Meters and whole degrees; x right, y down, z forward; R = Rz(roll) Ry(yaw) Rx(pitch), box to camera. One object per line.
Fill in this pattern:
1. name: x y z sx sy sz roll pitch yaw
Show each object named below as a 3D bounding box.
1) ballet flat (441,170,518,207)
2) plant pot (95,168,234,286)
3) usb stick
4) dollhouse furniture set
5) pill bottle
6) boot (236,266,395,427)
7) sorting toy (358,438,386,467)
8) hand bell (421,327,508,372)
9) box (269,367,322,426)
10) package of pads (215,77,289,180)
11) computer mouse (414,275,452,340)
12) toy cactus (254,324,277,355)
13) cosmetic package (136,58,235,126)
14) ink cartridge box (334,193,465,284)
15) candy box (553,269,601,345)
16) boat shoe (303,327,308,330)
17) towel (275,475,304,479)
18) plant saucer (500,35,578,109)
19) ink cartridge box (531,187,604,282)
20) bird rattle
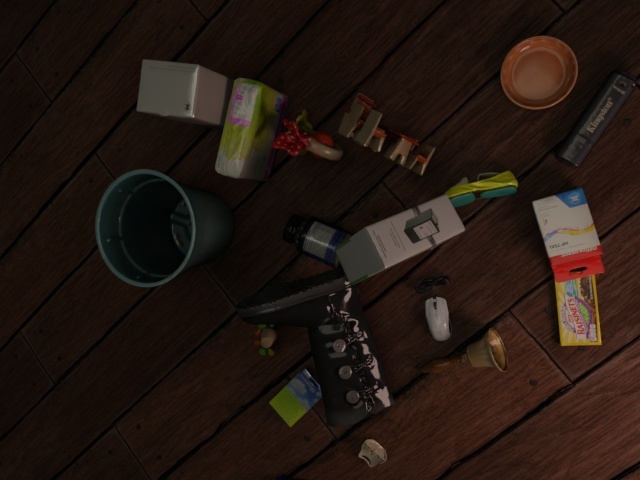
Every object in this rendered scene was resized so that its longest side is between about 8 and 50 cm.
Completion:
1. ballet flat: 0.444 -0.150 1.638 0.231 0.077 0.077 -12 67 16
2. plant pot: -0.458 -0.039 1.802 0.341 0.334 0.341 1 92 19
3. usb stick: 0.739 -0.324 1.538 0.077 0.045 0.278 35 102 15
4. dollhouse furniture set: 0.174 -0.322 1.634 0.259 0.262 0.135 37 103 46
5. pill bottle: 0.000 0.000 1.760 0.219 0.123 0.122 23 99 17
6. boot: -0.011 0.338 1.682 0.367 0.146 0.445 -16 104 1
7. sorting toy: 0.157 0.667 1.780 0.083 0.045 0.075 41 111 12
8. hand bell: 0.406 0.349 1.665 0.242 0.126 0.126 -25 84 31
9. box: -0.069 0.503 1.846 0.109 0.042 0.178 46 105 11
10. package of pads: -0.208 -0.333 1.761 0.101 0.229 0.296 17 98 17
11. computer mouse: 0.346 0.205 1.694 0.106 0.042 0.193 -12 88 18
12. toy cactus: -0.151 0.289 1.802 0.112 0.180 0.219 30 107 -5
13. cosmetic package: -0.362 -0.427 1.736 0.197 0.365 0.155 11 96 17
14. ink cartridge box: 0.216 -0.001 1.573 0.121 0.289 0.211 64 152 7
15. candy box: 0.709 0.187 1.579 0.105 0.027 0.205 -6 90 22
16. boat shoe: -0.008 0.260 1.805 0.257 0.095 0.095 56 142 1
17. towel: -0.013 0.893 1.826 0.308 0.076 0.227 4 93 18
18. plant saucer: 0.603 -0.461 1.583 0.200 0.037 0.200 1 93 19
19. ink cartridge box: 0.671 -0.011 1.544 0.134 0.078 0.231 -17 80 18
20. bird rattle: -0.024 -0.304 1.704 0.207 0.253 0.143 23 101 -8
